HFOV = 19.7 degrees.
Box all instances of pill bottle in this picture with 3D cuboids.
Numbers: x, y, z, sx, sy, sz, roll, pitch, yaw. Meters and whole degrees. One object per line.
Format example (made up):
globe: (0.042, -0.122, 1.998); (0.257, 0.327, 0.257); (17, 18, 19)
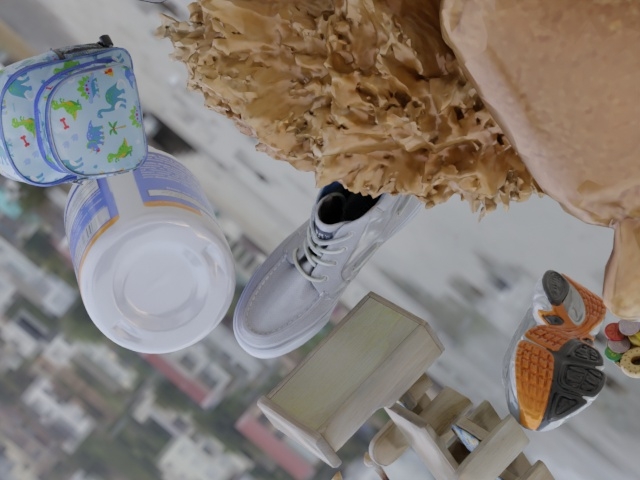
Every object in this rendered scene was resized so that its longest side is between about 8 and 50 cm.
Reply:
pill bottle: (-0.181, -0.006, 1.883); (0.152, 0.152, 0.272); (41, -172, -24)

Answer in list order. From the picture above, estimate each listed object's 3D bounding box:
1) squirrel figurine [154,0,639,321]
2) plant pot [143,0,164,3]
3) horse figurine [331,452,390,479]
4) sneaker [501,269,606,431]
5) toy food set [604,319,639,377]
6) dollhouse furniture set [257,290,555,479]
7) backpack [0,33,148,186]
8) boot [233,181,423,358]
squirrel figurine: (0.128, -0.101, 0.810); (0.281, 0.397, 0.370); (58, -144, -12)
plant pot: (-0.099, -0.247, 1.074); (0.188, 0.187, 0.167); (-17, 144, 36)
horse figurine: (0.047, 0.349, 2.014); (0.174, 0.263, 0.066); (41, 157, 17)
sneaker: (0.233, 0.141, 1.917); (0.099, 0.121, 0.262); (28, -151, 2)
toy food set: (0.360, 0.114, 2.074); (0.082, 0.083, 0.020); (46, 168, 37)
dollhouse furniture set: (0.077, 0.199, 1.847); (0.212, 0.161, 0.242); (28, 158, 52)
backpack: (-0.190, -0.092, 1.383); (0.084, 0.114, 0.105); (19, 120, 60)
boot: (0.000, 0.000, 1.816); (0.095, 0.258, 0.123); (39, 174, 19)
